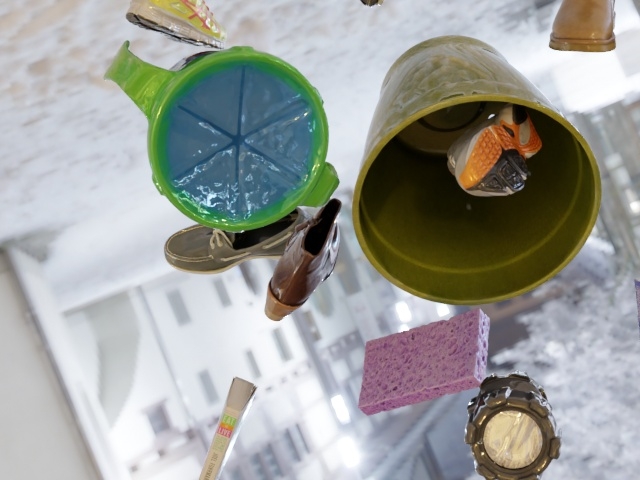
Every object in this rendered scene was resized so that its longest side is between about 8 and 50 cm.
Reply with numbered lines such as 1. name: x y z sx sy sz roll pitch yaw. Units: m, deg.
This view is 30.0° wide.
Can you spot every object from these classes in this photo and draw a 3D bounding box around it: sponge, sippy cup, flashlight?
1. sponge: 0.146 0.177 1.719 0.210 0.031 0.117 -20 -136 36
2. sippy cup: -0.128 -0.154 1.586 0.240 0.305 0.224 -25 -157 -7
3. flashlight: 0.223 0.201 1.362 0.103 0.103 0.304 -56 171 8

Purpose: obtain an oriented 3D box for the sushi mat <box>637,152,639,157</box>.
1. sushi mat: 0.660 -0.132 1.961 0.151 0.019 0.316 7 -177 -12

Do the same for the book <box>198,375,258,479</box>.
1. book: -0.126 0.256 1.510 0.096 0.035 0.144 -65 177 -73

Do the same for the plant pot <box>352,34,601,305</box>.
1. plant pot: 0.223 -0.146 1.894 0.366 0.366 0.353 -23 -148 13

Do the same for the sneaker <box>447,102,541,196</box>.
1. sneaker: 0.224 -0.108 1.673 0.121 0.099 0.262 -26 -173 30

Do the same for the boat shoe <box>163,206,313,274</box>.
1. boat shoe: -0.158 -0.013 2.241 0.319 0.116 0.099 -6 150 17

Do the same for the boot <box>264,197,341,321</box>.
1. boot: 0.000 0.000 1.870 0.248 0.090 0.207 -61 -179 -42

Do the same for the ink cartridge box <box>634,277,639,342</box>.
1. ink cartridge box: 0.449 0.075 1.309 0.207 0.097 0.046 -10 -171 -15

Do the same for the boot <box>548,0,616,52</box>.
1. boot: 0.354 -0.400 1.595 0.089 0.269 0.236 2 -157 13

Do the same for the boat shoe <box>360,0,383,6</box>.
1. boat shoe: 0.017 -0.436 1.802 0.079 0.233 0.084 -27 161 -17

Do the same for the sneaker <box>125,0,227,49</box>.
1. sneaker: -0.191 -0.331 1.700 0.081 0.094 0.208 13 180 25
